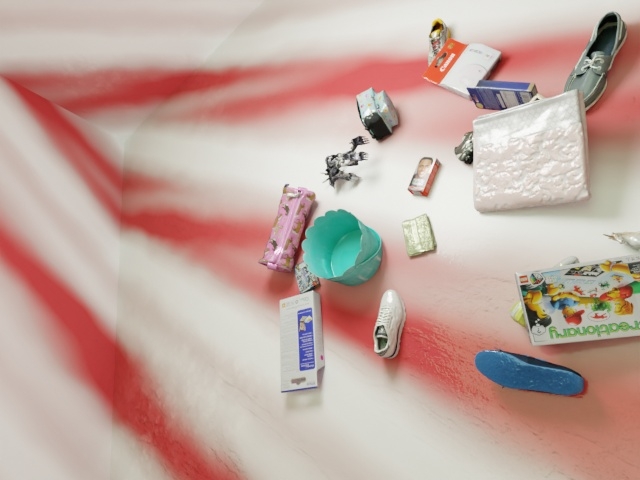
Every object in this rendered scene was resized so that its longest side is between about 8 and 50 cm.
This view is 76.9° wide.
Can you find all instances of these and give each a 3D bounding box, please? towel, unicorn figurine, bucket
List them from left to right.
[{"bbox_3d":[0.088,0.035,1.526,0.281,0.183,0.281,-15,63,32],"label":"bucket"},{"bbox_3d":[0.350,-0.020,1.447,0.110,0.027,0.148,-21,59,29],"label":"towel"},{"bbox_3d":[0.622,-0.258,1.228,0.332,0.053,0.316,-4,89,50],"label":"towel"},{"bbox_3d":[0.840,-0.005,1.041,0.162,0.060,0.111,-31,52,4],"label":"unicorn figurine"}]

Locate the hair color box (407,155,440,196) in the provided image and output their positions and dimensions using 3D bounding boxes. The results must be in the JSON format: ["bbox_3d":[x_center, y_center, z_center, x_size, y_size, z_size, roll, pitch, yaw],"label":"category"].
[{"bbox_3d":[0.386,-0.240,1.504,0.072,0.043,0.141,17,81,42],"label":"hair color box"}]

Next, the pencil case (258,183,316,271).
[{"bbox_3d":[-0.144,-0.047,1.755,0.160,0.167,0.385,10,78,40],"label":"pencil case"}]

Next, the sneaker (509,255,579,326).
[{"bbox_3d":[0.649,0.161,1.110,0.126,0.091,0.240,45,101,22],"label":"sneaker"}]

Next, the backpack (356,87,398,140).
[{"bbox_3d":[0.231,-0.539,1.674,0.144,0.166,0.188,-31,58,21],"label":"backpack"}]

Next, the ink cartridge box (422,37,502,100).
[{"bbox_3d":[0.529,-0.665,1.533,0.232,0.066,0.189,39,97,21],"label":"ink cartridge box"}]

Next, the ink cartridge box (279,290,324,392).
[{"bbox_3d":[-0.076,0.394,1.578,0.176,0.069,0.370,-20,57,30],"label":"ink cartridge box"}]

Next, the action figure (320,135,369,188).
[{"bbox_3d":[0.109,-0.317,1.700,0.276,0.141,0.164,-32,58,56],"label":"action figure"}]

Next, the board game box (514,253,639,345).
[{"bbox_3d":[0.679,0.152,1.022,0.306,0.053,0.192,-12,79,19],"label":"board game box"}]

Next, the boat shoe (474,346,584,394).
[{"bbox_3d":[0.554,0.361,1.086,0.258,0.089,0.108,13,92,36],"label":"boat shoe"}]

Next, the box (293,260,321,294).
[{"bbox_3d":[-0.057,0.150,1.695,0.094,0.027,0.137,-33,53,22],"label":"box"}]

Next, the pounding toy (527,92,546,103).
[{"bbox_3d":[0.687,-0.319,1.275,0.206,0.094,0.181,-53,48,30],"label":"pounding toy"}]

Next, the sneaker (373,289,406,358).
[{"bbox_3d":[0.228,0.278,1.370,0.090,0.095,0.235,-10,64,37],"label":"sneaker"}]

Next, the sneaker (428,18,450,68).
[{"bbox_3d":[0.472,-0.800,1.648,0.088,0.093,0.225,-5,69,35],"label":"sneaker"}]

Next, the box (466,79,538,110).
[{"bbox_3d":[0.619,-0.487,1.365,0.225,0.136,0.036,24,88,42],"label":"box"}]

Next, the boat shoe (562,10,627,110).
[{"bbox_3d":[0.837,-0.548,1.245,0.116,0.099,0.319,28,89,42],"label":"boat shoe"}]

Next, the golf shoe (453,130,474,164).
[{"bbox_3d":[0.548,-0.365,1.409,0.198,0.077,0.094,-45,50,12],"label":"golf shoe"}]
